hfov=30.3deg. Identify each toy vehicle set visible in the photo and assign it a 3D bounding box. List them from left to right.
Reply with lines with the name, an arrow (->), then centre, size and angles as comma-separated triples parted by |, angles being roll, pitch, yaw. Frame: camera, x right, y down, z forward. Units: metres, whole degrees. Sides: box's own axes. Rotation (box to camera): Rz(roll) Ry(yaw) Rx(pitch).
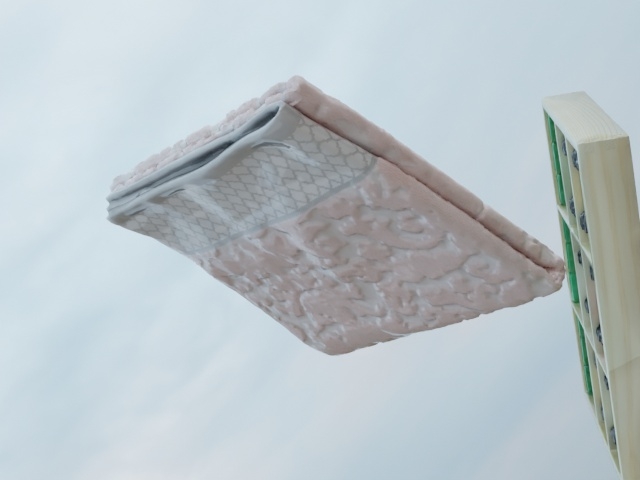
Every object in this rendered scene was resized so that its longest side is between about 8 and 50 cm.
toy vehicle set -> 0.215, 0.032, 0.897 | 0.035, 0.267, 0.166 | -10, 16, 5

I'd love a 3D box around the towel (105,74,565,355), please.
towel -> 0.000, 0.000, 1.078 | 0.331, 0.317, 0.053 | -21, 43, 51
